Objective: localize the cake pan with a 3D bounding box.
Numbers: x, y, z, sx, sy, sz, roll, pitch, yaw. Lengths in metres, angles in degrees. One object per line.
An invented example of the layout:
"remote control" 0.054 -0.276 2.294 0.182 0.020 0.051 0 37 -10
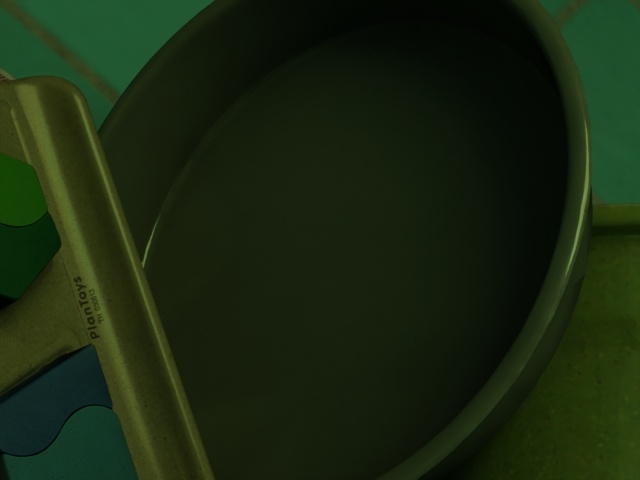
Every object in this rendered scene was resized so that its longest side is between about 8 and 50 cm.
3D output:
"cake pan" 0.000 0.000 0.783 0.054 0.293 0.293 35 33 -48

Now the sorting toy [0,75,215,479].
"sorting toy" -0.170 -0.001 0.653 0.229 0.041 0.307 -15 84 -43

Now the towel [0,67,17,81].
"towel" -0.168 -0.003 0.735 0.144 0.029 0.197 38 51 -54

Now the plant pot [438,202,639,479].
"plant pot" 0.149 0.166 0.775 0.276 0.276 0.254 26 55 -18
